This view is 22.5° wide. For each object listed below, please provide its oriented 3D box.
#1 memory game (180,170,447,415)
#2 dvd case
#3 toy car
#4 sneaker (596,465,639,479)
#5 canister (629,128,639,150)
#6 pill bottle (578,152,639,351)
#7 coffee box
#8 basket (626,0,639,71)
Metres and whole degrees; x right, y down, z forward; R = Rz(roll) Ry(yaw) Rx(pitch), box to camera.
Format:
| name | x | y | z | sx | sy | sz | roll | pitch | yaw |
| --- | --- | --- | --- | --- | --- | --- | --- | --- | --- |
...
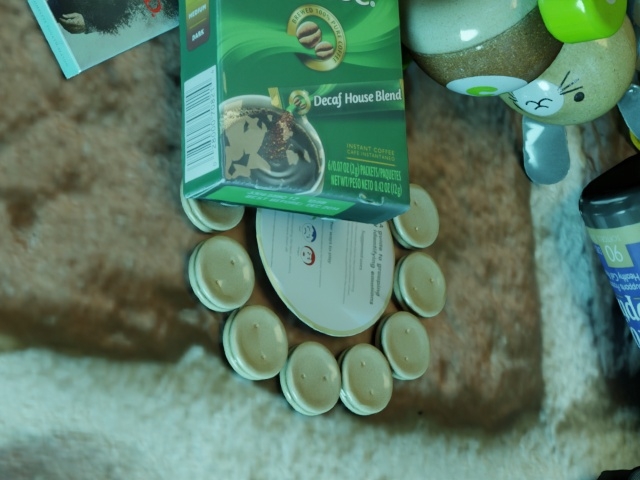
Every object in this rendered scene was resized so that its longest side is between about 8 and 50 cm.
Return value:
| name | x | y | z | sx | sy | sz | roll | pitch | yaw |
| --- | --- | --- | --- | --- | --- | --- | --- | --- | --- |
| memory game | 0.000 | 0.000 | 0.825 | 0.186 | 0.012 | 0.186 | 17 | 65 | -41 |
| dvd case | -0.097 | -0.136 | 0.771 | 0.119 | 0.013 | 0.087 | -34 | 101 | -47 |
| toy car | 0.125 | -0.100 | 0.897 | 0.188 | 0.155 | 0.149 | 56 | 44 | -34 |
| sneaker | 0.238 | 0.190 | 0.952 | 0.217 | 0.079 | 0.121 | 24 | 62 | -37 |
| canister | 0.278 | -0.116 | 1.100 | 0.126 | 0.073 | 0.170 | 40 | 50 | -27 |
| pill bottle | 0.253 | 0.048 | 0.981 | 0.123 | 0.122 | 0.219 | -34 | 103 | -46 |
| coffee box | -0.014 | -0.105 | 0.793 | 0.113 | 0.040 | 0.184 | 8 | 72 | -33 |
| basket | 0.262 | -0.242 | 0.996 | 0.254 | 0.201 | 0.289 | -3 | 45 | -11 |
